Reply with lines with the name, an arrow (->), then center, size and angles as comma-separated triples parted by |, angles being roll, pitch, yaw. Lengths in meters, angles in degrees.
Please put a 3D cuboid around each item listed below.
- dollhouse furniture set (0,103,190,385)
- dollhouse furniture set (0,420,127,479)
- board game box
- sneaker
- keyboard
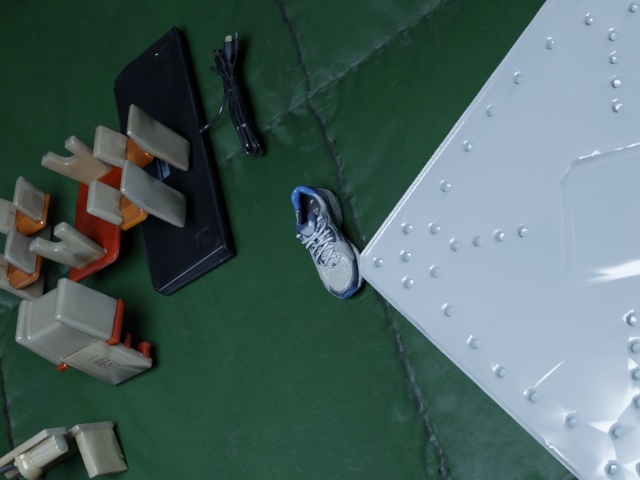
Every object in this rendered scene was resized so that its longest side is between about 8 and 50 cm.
dollhouse furniture set -> -0.254, 0.017, 1.570 | 0.262, 0.135, 0.259 | -27, 48, 34
dollhouse furniture set -> -0.284, 0.290, 1.485 | 0.123, 0.144, 0.151 | -33, 70, 28
board game box -> 0.267, -0.020, 1.189 | 0.390, 0.050, 0.390 | 43, 101, 37
sneaker -> 0.000, 0.000, 1.426 | 0.052, 0.058, 0.135 | -36, 55, 20
keyboard -> -0.143, -0.112, 1.595 | 0.201, 0.033, 0.317 | -34, 56, 29
